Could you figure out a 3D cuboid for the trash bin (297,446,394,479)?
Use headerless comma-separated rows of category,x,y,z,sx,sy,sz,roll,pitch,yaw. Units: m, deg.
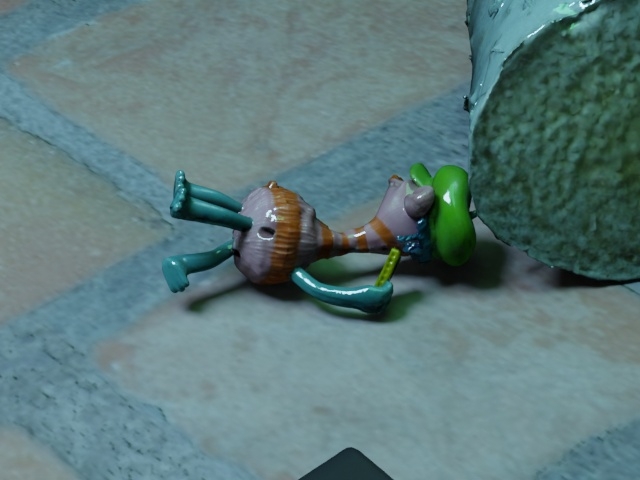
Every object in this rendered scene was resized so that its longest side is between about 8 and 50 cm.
trash bin,-0.039,0.228,0.862,0.225,0.165,0.115,-27,42,-26

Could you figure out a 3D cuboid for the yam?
yam,0.211,-0.146,1.331,0.241,0.241,0.348,-2,33,2

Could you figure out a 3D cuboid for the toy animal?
toy animal,0.000,0.000,1.249,0.208,0.100,0.103,1,57,-8
